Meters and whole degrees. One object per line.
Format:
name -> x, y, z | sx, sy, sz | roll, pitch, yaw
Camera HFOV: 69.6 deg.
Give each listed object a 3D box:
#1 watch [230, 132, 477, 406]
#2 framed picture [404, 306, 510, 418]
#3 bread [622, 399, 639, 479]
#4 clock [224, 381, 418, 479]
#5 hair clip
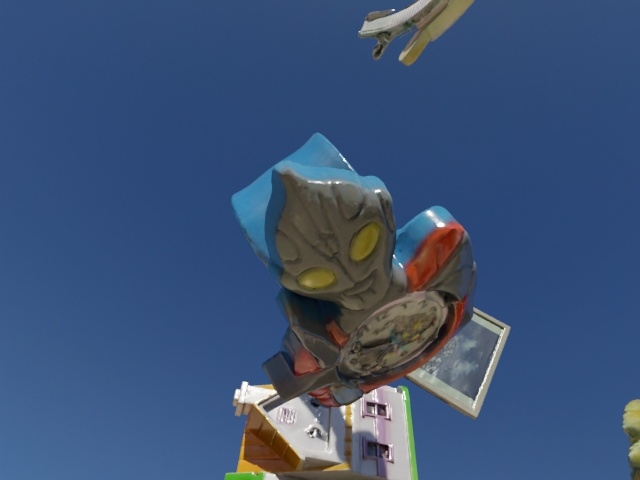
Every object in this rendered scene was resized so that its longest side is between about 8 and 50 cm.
watch -> 0.000, 0.000, 0.512 | 0.241, 0.274, 0.305 | -34, -48, 1
framed picture -> 0.300, 0.241, 1.048 | 0.209, 0.281, 0.019 | 27, -44, 16
bread -> 0.739, 0.523, 0.882 | 0.239, 0.264, 0.395 | -15, -97, 45
clock -> -0.009, 0.353, 0.792 | 0.309, 0.235, 0.166 | 14, -52, -6
hair clip -> 0.158, -0.354, 0.732 | 0.071, 0.159, 0.218 | 32, -27, -33
